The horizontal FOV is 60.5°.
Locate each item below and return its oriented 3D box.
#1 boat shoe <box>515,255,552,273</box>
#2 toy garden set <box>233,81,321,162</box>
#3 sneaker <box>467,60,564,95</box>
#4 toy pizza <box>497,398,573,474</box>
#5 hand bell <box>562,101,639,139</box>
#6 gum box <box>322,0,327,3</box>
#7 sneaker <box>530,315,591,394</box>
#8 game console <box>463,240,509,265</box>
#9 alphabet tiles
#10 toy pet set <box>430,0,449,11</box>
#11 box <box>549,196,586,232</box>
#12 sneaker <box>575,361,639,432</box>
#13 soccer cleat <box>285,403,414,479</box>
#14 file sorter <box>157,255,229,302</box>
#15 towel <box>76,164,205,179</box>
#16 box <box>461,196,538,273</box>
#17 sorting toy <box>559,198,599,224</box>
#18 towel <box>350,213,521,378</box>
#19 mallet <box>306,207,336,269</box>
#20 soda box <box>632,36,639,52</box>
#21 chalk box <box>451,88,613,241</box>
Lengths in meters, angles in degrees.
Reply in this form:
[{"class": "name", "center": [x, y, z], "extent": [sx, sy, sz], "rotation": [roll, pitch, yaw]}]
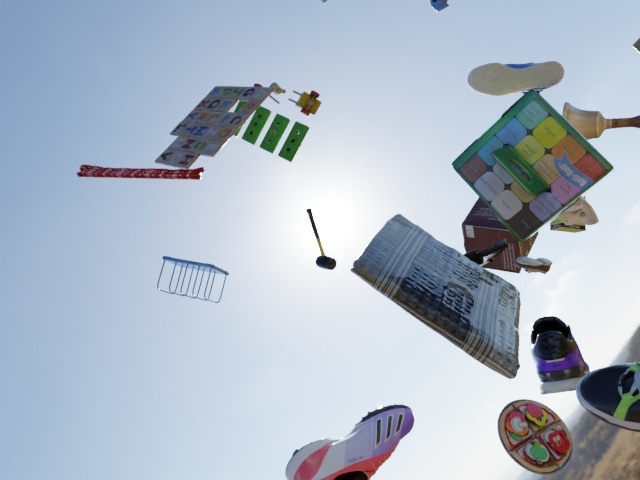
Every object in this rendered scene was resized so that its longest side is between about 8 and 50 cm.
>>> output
[{"class": "boat shoe", "center": [0.589, 0.072, 1.524], "extent": [0.137, 0.049, 0.043], "rotation": [3, -61, -33]}, {"class": "toy garden set", "center": [-0.125, -0.350, 1.549], "extent": [0.203, 0.244, 0.049], "rotation": [-62, -25, 2]}, {"class": "sneaker", "center": [0.331, -0.276, 0.946], "extent": [0.152, 0.058, 0.084], "rotation": [-4, 7, 15]}, {"class": "toy pizza", "center": [0.564, 0.506, 1.435], "extent": [0.201, 0.201, 0.032], "rotation": [-26, -31, -28]}, {"class": "hand bell", "center": [0.731, -0.286, 1.348], "extent": [0.126, 0.242, 0.126], "rotation": [-9, -80, -58]}, {"class": "gum box", "center": [-0.026, -0.680, 1.362], "extent": [0.041, 0.184, 0.157], "rotation": [-37, 14, 25]}, {"class": "sneaker", "center": [0.490, 0.226, 1.131], "extent": [0.102, 0.146, 0.293], "rotation": [-16, -14, 20]}, {"class": "game console", "center": [0.357, 0.066, 1.379], "extent": [0.361, 0.044, 0.213], "rotation": [-18, -13, -37]}, {"class": "alphabet tiles", "center": [-0.228, -0.234, 1.112], "extent": [0.237, 0.198, 0.009], "rotation": [-53, -46, -21]}, {"class": "toy pet set", "center": [0.366, -0.809, 1.804], "extent": [0.114, 0.122, 0.065], "rotation": [14, -70, -45]}, {"class": "box", "center": [0.700, -0.141, 1.558], "extent": [0.087, 0.232, 0.058], "rotation": [6, -9, -18]}, {"class": "sneaker", "center": [0.388, 0.146, 0.578], "extent": [0.097, 0.235, 0.084], "rotation": [57, -133, -25]}, {"class": "soccer cleat", "center": [0.087, 0.422, 1.078], "extent": [0.318, 0.116, 0.108], "rotation": [-11, -60, -37]}, {"class": "file sorter", "center": [-0.385, 0.120, 1.656], "extent": [0.118, 0.170, 0.104], "rotation": [44, -124, -70]}, {"class": "towel", "center": [-0.418, -0.162, 1.308], "extent": [0.275, 0.199, 0.031], "rotation": [0, -84, -15]}, {"class": "box", "center": [0.558, -0.034, 1.694], "extent": [0.203, 0.167, 0.168], "rotation": [-50, -45, -36]}, {"class": "sorting toy", "center": [0.625, -0.065, 1.351], "extent": [0.083, 0.044, 0.075], "rotation": [31, -43, -31]}, {"class": "towel", "center": [0.222, 0.085, 0.996], "extent": [0.056, 0.312, 0.324], "rotation": [-61, -9, 25]}, {"class": "mallet", "center": [0.000, 0.000, 1.535], "extent": [0.039, 0.062, 0.189], "rotation": [-31, -58, -30]}, {"class": "soda box", "center": [0.687, -0.342, 1.046], "extent": [0.181, 0.061, 0.058], "rotation": [22, -53, -21]}, {"class": "chalk box", "center": [0.359, -0.124, 0.925], "extent": [0.179, 0.180, 0.289], "rotation": [-45, -14, 24]}]
